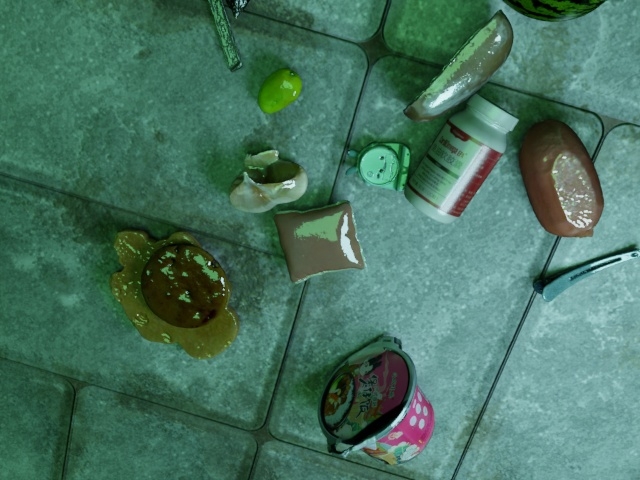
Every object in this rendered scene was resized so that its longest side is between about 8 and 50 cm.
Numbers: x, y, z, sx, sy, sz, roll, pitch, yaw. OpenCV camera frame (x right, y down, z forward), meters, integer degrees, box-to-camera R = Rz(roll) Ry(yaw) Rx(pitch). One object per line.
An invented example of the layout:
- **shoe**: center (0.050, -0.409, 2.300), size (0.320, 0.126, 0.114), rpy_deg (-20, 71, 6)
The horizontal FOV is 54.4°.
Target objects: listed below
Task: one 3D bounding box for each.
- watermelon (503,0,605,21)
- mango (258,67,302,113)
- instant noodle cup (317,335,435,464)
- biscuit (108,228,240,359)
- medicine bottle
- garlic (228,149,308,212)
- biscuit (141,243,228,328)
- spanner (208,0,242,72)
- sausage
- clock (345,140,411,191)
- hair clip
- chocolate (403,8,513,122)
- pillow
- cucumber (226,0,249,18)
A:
- **watermelon**: center (0.412, -0.519, 1.044), size (0.285, 0.285, 0.285), rpy_deg (2, 110, 6)
- **mango**: center (-0.086, -0.308, 1.290), size (0.073, 0.056, 0.108), rpy_deg (45, 111, -4)
- **instant noodle cup**: center (0.147, 0.393, 1.425), size (0.181, 0.258, 0.302), rpy_deg (49, 65, -29)
- **biscuit**: center (-0.348, 0.122, 1.473), size (0.269, 0.051, 0.376), rpy_deg (-34, 103, 15)
- **medicine bottle**: center (0.282, -0.164, 1.259), size (0.131, 0.131, 0.250), rpy_deg (29, 111, -4)
- **garlic**: center (-0.114, -0.120, 1.342), size (0.174, 0.099, 0.124), rpy_deg (-9, 123, 9)
- **biscuit**: center (-0.312, 0.108, 1.420), size (0.212, 0.036, 0.212), rpy_deg (2, 110, 6)
- **spanner**: center (-0.220, -0.502, 1.253), size (0.093, 0.026, 0.325), rpy_deg (-12, 109, 11)
- **sausage**: center (0.484, -0.115, 1.254), size (0.148, 0.148, 0.254), rpy_deg (-24, 108, 14)
- **clock**: center (0.122, -0.159, 1.326), size (0.135, 0.041, 0.101), rpy_deg (6, 110, 4)
- **hair clip**: center (0.579, 0.065, 1.354), size (0.229, 0.070, 0.039), rpy_deg (-27, 101, 7)
- **chocolate**: center (0.272, -0.314, 1.191), size (0.080, 0.157, 0.254), rpy_deg (42, 109, -5)
- **pillow**: center (0.000, 0.000, 1.378), size (0.179, 0.075, 0.171), rpy_deg (-11, 108, 11)
- **cucumber**: center (-0.169, -0.584, 1.195), size (0.072, 0.072, 0.300), rpy_deg (-3, 109, 7)
